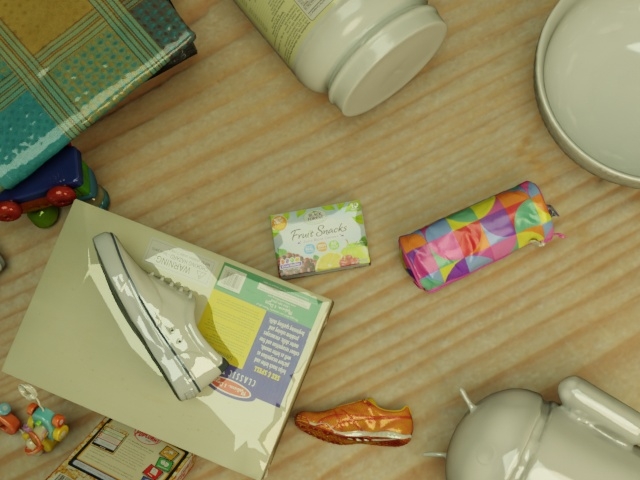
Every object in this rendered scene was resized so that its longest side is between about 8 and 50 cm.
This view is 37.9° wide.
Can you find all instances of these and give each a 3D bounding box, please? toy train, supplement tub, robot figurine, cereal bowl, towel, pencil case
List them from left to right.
[{"bbox_3d":[-0.443,0.273,1.379,0.125,0.166,0.046,44,50,-10],"label":"toy train"},{"bbox_3d":[-0.461,-0.061,1.436,0.248,0.143,0.105,-15,66,8],"label":"toy train"},{"bbox_3d":[-0.402,-0.278,1.372,0.370,0.040,0.271,-38,79,-2],"label":"towel"},{"bbox_3d":[0.010,-0.370,1.386,0.235,0.235,0.325,-38,80,-1],"label":"supplement tub"},{"bbox_3d":[0.233,-0.004,1.376,0.236,0.104,0.104,-23,79,3],"label":"pencil case"},{"bbox_3d":[0.319,0.332,1.259,0.353,0.200,0.300,28,103,9],"label":"robot figurine"},{"bbox_3d":[0.477,-0.230,1.366,0.339,0.141,0.339,-1,80,6],"label":"cereal bowl"}]

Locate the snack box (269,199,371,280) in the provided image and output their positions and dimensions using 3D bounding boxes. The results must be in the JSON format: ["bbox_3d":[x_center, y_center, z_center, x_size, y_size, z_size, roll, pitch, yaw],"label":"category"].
[{"bbox_3d":[0.000,0.000,1.427,0.141,0.037,0.100,-10,79,4],"label":"snack box"}]

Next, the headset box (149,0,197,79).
[{"bbox_3d":[-0.363,-0.357,1.471,0.283,0.131,0.246,-28,82,0],"label":"headset box"}]

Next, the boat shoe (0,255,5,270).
[{"bbox_3d":[-0.629,-0.053,1.470,0.103,0.118,0.320,-31,73,-39],"label":"boat shoe"}]

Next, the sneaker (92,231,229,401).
[{"bbox_3d":[-0.218,0.091,1.271,0.091,0.094,0.258,-31,84,-18],"label":"sneaker"}]

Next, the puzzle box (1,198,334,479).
[{"bbox_3d":[-0.215,0.138,1.325,0.409,0.052,0.272,22,84,8],"label":"puzzle box"}]

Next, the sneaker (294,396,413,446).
[{"bbox_3d":[0.049,0.265,1.376,0.175,0.064,0.067,4,61,1],"label":"sneaker"}]

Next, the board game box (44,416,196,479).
[{"bbox_3d":[-0.282,0.332,1.328,0.147,0.193,0.045,25,120,10],"label":"board game box"}]
